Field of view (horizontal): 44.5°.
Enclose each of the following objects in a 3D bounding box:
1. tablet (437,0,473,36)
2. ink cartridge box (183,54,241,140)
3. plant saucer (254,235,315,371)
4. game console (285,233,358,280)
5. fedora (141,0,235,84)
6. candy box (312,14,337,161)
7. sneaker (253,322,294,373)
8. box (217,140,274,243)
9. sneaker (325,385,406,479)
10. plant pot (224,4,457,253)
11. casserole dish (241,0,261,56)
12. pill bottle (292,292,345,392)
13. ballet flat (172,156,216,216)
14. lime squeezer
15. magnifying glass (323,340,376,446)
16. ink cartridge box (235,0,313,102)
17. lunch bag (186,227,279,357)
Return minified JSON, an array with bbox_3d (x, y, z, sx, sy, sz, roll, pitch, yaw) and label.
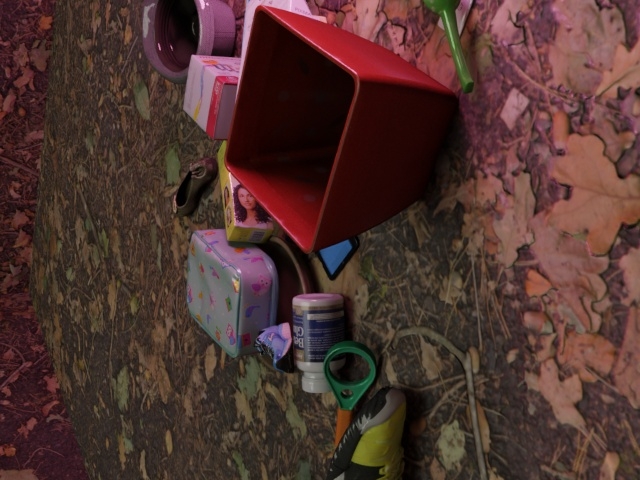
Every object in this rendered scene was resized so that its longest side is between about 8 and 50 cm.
[{"bbox_3d":[0.196,-0.338,1.121,0.054,0.006,0.083,50,134,43],"label":"tablet"},{"bbox_3d":[-0.192,-0.299,1.637,0.176,0.128,0.127,44,129,46],"label":"ink cartridge box"},{"bbox_3d":[-0.083,0.127,1.592,0.278,0.041,0.278,11,103,57],"label":"plant saucer"},{"bbox_3d":[0.000,0.000,1.419,0.122,0.107,0.071,124,160,-44],"label":"game console"},{"bbox_3d":[-0.283,-0.477,1.767,0.275,0.124,0.244,16,109,48],"label":"fedora"},{"bbox_3d":[-0.036,-0.229,1.431,0.183,0.087,0.316,-32,66,54],"label":"candy box"},{"bbox_3d":[-0.087,0.204,1.451,0.162,0.073,0.063,-118,24,-75],"label":"sneaker"},{"bbox_3d":[-0.156,-0.108,1.605,0.058,0.087,0.232,125,141,-49],"label":"box"},{"bbox_3d":[0.089,0.414,1.293,0.147,0.145,0.385,23,114,21],"label":"sneaker"},{"bbox_3d":[0.040,-0.172,1.164,0.267,0.235,0.267,45,131,40],"label":"plant pot"},{"bbox_3d":[-0.115,-0.430,1.579,0.114,0.037,0.188,22,109,55],"label":"casserole dish"},{"bbox_3d":[-0.002,0.184,1.414,0.094,0.094,0.169,2,95,58],"label":"pill bottle"},{"bbox_3d":[-0.326,-0.132,1.938,0.250,0.058,0.084,-40,59,53],"label":"ballet flat"},{"bbox_3d":[0.159,-0.352,1.142,0.110,0.058,0.310,75,169,-51],"label":"lime squeezer"},{"bbox_3d":[0.047,0.274,1.373,0.026,0.092,0.231,-79,-7,-59],"label":"magnifying glass"},{"bbox_3d":[-0.077,-0.367,1.379,0.189,0.066,0.232,-32,44,52],"label":"ink cartridge box"},{"bbox_3d":[-0.185,0.106,1.616,0.279,0.107,0.224,34,127,54],"label":"lunch bag"}]
